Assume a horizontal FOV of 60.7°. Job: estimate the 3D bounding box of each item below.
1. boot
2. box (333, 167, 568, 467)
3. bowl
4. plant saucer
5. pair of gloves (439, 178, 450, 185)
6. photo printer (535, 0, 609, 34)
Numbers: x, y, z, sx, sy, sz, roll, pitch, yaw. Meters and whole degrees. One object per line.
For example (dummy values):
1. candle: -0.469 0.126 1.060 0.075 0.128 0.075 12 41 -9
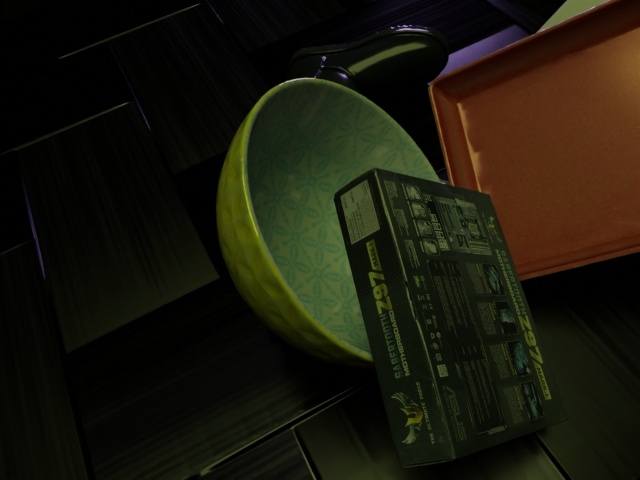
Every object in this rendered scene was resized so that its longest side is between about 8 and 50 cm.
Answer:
1. boot: 0.051 -0.190 0.748 0.246 0.094 0.207 -2 51 15
2. box: 0.117 0.060 0.485 0.183 0.059 0.233 4 65 -42
3. bowl: 0.000 0.000 0.565 0.156 0.289 0.289 -29 40 43
4. plant saucer: 0.262 -0.099 0.570 0.258 0.047 0.259 -19 70 28
5. pair of gloves: 0.245 -0.083 0.678 0.204 0.042 0.240 25 61 24
6. photo printer: 0.399 -0.183 0.593 0.256 0.107 0.307 -46 56 19
